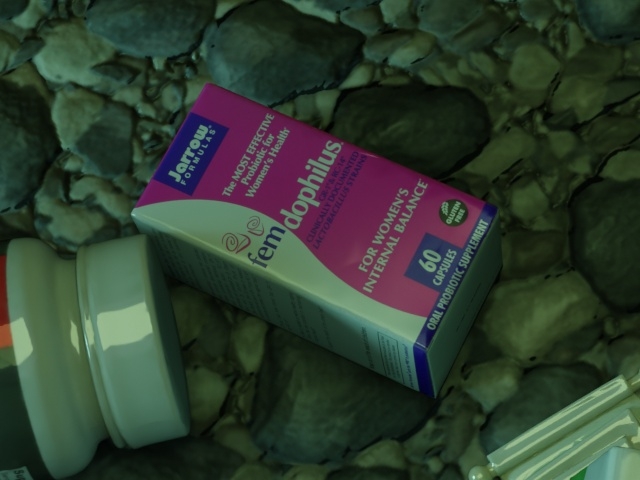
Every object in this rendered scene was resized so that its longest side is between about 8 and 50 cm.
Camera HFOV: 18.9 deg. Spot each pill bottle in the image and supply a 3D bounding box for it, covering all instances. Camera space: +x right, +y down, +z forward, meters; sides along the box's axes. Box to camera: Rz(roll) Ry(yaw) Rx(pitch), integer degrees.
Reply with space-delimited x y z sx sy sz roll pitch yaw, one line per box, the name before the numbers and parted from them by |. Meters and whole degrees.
pill bottle | -0.236 0.087 1.249 0.283 0.161 0.161 -12 69 0

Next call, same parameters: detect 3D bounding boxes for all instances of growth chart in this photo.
growth chart | 0.204 0.207 1.244 0.172 0.021 0.237 -22 69 -4

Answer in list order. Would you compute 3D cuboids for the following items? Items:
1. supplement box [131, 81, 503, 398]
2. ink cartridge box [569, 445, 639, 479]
supplement box | 0.000 0.000 1.292 0.220 0.114 0.111 23 74 14
ink cartridge box | 0.186 0.277 1.099 0.121 0.211 0.289 11 79 2
